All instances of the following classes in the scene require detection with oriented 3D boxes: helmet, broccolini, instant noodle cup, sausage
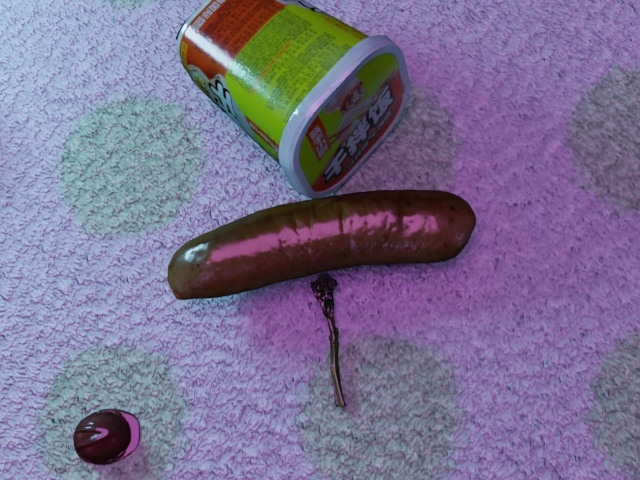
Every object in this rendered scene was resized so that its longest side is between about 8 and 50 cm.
[{"bbox_3d":[-0.348,0.307,1.528,0.111,0.057,0.089,-14,70,2],"label":"helmet"},{"bbox_3d":[0.022,0.159,1.551,0.044,0.042,0.218,-11,78,1],"label":"broccolini"},{"bbox_3d":[-0.056,-0.269,1.581,0.308,0.294,0.294,38,80,23],"label":"instant noodle cup"},{"bbox_3d":[-0.001,-0.003,1.542,0.501,0.123,0.136,-9,82,-1],"label":"sausage"}]
